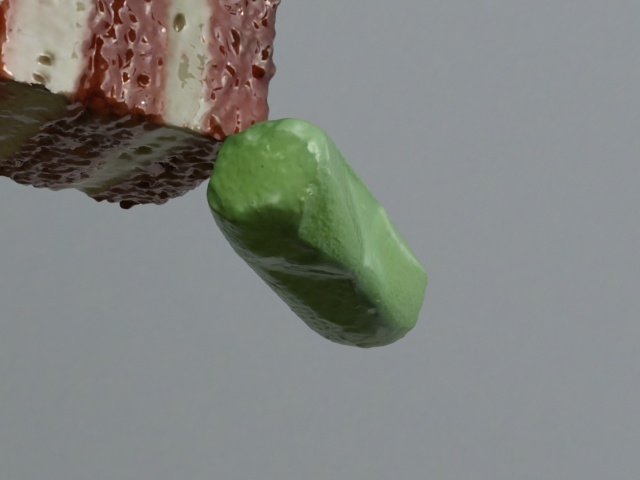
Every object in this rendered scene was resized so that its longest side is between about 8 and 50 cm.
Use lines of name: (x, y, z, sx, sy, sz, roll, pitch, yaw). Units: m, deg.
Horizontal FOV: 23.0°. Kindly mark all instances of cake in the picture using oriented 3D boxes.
cake: (-0.241, -0.212, 1.661, 0.319, 0.269, 0.270, 14, -22, -31)

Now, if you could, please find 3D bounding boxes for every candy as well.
candy: (0.000, 0.000, 1.638, 0.142, 0.132, 0.343, 15, -20, 29)
